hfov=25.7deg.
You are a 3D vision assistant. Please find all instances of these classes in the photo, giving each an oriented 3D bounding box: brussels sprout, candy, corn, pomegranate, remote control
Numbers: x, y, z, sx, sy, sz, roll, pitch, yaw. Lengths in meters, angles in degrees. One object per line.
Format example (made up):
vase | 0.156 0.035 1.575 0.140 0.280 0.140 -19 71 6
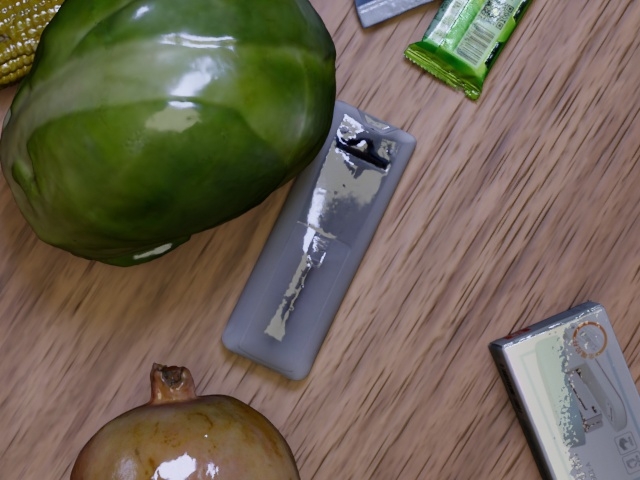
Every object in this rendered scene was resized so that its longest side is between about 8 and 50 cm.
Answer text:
brussels sprout | -0.161 -0.139 1.457 0.371 0.315 0.275 -27 86 6
candy | 0.183 -0.262 1.617 0.102 0.032 0.178 31 88 -1
corn | -0.301 -0.235 1.542 0.262 0.097 0.097 -25 92 -7
pomegranate | -0.143 0.263 1.488 0.252 0.229 0.270 -2 84 -6
remote control | 0.000 0.000 1.587 0.109 0.055 0.313 25 87 -4

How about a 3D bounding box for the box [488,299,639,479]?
box | 0.306 0.214 1.600 0.135 0.079 0.269 -22 91 -4

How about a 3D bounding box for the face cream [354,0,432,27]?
face cream | 0.041 -0.444 1.582 0.136 0.086 0.385 -22 95 2
